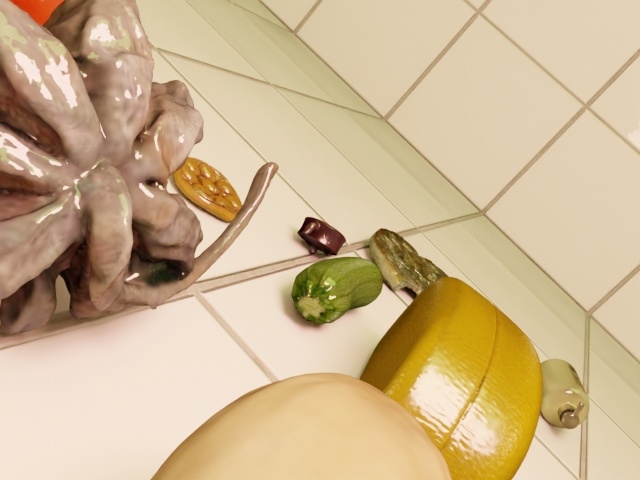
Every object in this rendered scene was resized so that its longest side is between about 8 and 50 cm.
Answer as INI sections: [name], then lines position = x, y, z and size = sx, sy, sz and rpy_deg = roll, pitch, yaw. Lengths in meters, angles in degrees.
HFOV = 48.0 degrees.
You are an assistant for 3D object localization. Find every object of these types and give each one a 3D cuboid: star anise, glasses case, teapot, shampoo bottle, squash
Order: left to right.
[star anise]
position = -0.152, -0.056, 0.494
size = 0.139, 0.316, 0.359
rpy_deg = 13, 47, 29
[teapot]
position = 0.000, 0.000, 1.023
size = 0.067, 0.045, 0.100
rpy_deg = 27, -10, 30
[squash]
position = 0.022, 0.057, 0.887
size = 0.077, 0.068, 0.219
rpy_deg = 50, 19, 9
[glasses case]
position = 0.127, 0.148, 0.719
size = 0.141, 0.173, 0.371
rpy_deg = 39, 17, 3
[shampoo bottle]
position = 0.404, 0.264, 1.203
size = 0.079, 0.079, 0.162
rpy_deg = 41, 18, -4

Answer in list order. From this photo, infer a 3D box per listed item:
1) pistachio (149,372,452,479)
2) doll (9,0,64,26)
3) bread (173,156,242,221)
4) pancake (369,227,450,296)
[pistachio]
position = -0.023, 0.178, 0.334
size = 0.318, 0.213, 0.194
rpy_deg = -23, 107, -64
[doll]
position = -0.339, -0.264, 0.762
size = 0.161, 0.130, 0.290
rpy_deg = 34, 6, 9
[bread]
position = -0.141, -0.064, 0.902
size = 0.110, 0.024, 0.110
rpy_deg = 37, 19, -15
[pancake]
position = 0.176, 0.073, 1.241
size = 0.253, 0.037, 0.254
rpy_deg = 39, 18, -15
